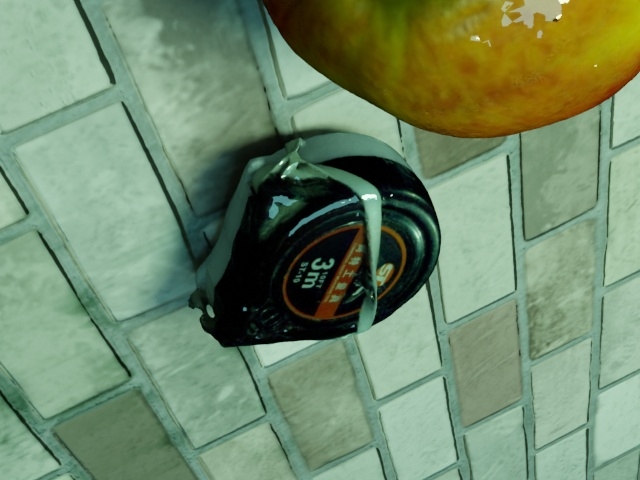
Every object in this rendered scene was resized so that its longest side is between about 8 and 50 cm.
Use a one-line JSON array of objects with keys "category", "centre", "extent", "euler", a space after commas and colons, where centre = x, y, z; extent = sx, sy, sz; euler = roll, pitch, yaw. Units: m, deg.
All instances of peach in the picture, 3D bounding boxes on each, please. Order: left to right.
[{"category": "peach", "centre": [0.097, -0.182, 0.594], "extent": [0.281, 0.281, 0.238], "euler": [-20, 96, -14]}]

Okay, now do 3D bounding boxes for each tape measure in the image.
[{"category": "tape measure", "centre": [0.004, 0.000, 0.821], "extent": [0.181, 0.107, 0.182], "euler": [4, 129, -31]}]
